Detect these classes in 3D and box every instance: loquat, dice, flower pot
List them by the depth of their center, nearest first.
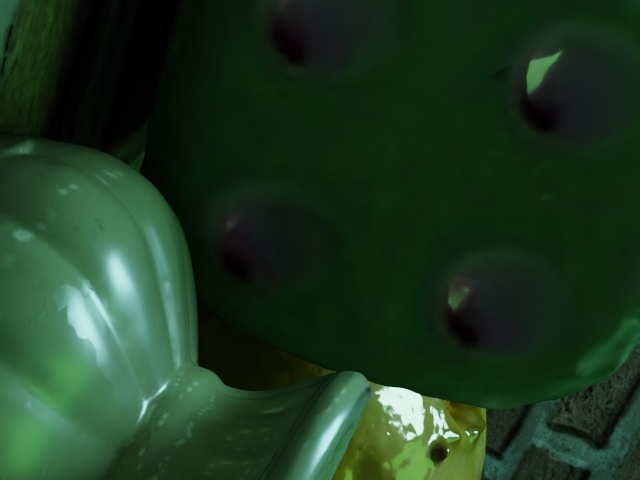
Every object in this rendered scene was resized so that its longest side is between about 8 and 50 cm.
[{"bbox_3d":[-0.128,0.118,0.888,0.307,0.244,0.307,-61,171,-17],"label":"flower pot"},{"bbox_3d":[0.081,-0.111,1.060,0.318,0.330,0.322,-74,180,-62],"label":"dice"},{"bbox_3d":[-0.034,0.133,1.298,0.328,0.328,0.328,-62,172,-14],"label":"loquat"}]
